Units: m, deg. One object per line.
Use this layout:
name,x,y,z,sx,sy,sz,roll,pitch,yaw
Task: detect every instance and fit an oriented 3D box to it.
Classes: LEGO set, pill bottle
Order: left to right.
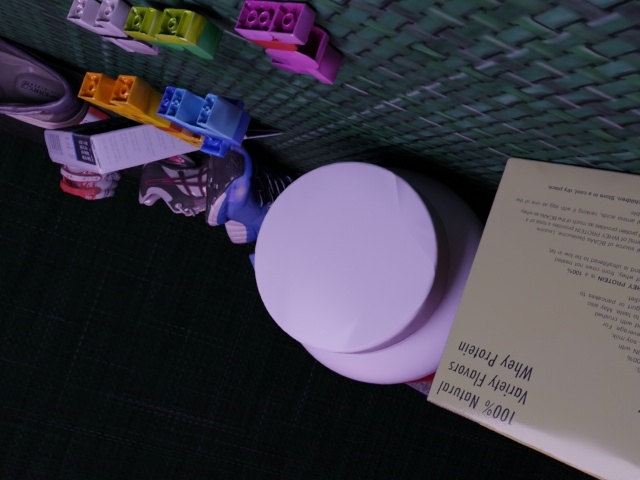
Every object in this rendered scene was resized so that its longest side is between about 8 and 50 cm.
LEGO set,-0.084,-0.105,0.463,0.227,0.087,0.093,18,177,37
pill bottle,0.094,0.049,0.771,0.229,0.228,0.408,18,177,25

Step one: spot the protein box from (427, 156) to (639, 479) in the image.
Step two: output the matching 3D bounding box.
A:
protein box,0.223,0.066,0.498,0.200,0.201,0.136,16,176,43

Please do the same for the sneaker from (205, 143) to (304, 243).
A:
sneaker,-0.080,-0.071,0.975,0.147,0.129,0.330,-1,172,5

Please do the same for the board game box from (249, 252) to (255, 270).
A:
board game box,0.000,0.000,1.053,0.160,0.039,0.211,-26,-173,-29

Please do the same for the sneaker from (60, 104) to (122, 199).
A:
sneaker,-0.407,-0.149,1.138,0.090,0.144,0.270,19,177,10

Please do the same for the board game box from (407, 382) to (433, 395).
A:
board game box,0.359,0.306,1.380,0.291,0.141,0.232,28,174,-21

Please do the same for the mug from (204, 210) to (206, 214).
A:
mug,-0.173,-0.080,1.388,0.130,0.097,0.158,17,176,42

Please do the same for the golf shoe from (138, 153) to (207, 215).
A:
golf shoe,-0.202,-0.090,1.201,0.273,0.120,0.105,17,175,22

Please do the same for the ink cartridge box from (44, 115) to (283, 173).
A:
ink cartridge box,-0.182,-0.123,0.758,0.208,0.045,0.206,-17,-162,-31

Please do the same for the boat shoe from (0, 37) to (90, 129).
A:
boat shoe,-0.410,-0.199,0.756,0.285,0.102,0.092,16,173,-12
